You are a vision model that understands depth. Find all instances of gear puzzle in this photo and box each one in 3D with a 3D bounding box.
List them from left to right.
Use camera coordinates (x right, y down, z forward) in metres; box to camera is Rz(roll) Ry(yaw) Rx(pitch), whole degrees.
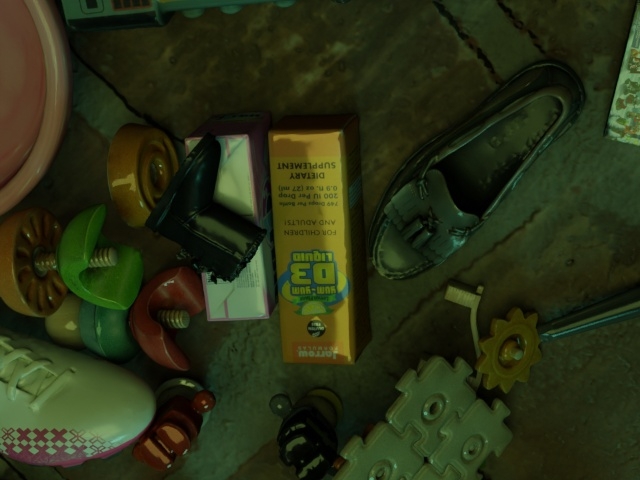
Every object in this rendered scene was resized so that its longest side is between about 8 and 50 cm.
[{"bbox_3d":[0.092,0.191,1.594,0.339,0.044,0.175,-50,131,-8],"label":"gear puzzle"}]

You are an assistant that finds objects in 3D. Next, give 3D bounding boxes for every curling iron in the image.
[{"bbox_3d":[0.330,0.033,1.584,0.274,0.035,0.068,-26,96,15],"label":"curling iron"}]

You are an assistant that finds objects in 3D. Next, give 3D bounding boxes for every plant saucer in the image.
[{"bbox_3d":[-0.381,-0.172,1.607,0.332,0.084,0.332,5,110,15],"label":"plant saucer"}]

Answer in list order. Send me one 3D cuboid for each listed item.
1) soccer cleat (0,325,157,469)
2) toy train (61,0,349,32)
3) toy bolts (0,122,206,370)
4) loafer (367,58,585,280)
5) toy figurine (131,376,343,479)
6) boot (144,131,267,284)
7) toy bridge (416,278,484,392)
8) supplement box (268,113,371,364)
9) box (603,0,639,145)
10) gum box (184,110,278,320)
[{"bbox_3d":[-0.320,0.134,1.631,0.331,0.116,0.143,4,136,27],"label":"soccer cleat"},{"bbox_3d":[-0.103,-0.294,1.520,0.334,0.142,0.190,-5,117,9],"label":"toy train"},{"bbox_3d":[-0.222,0.016,1.628,0.158,0.218,0.228,-4,138,24],"label":"toy bolts"},{"bbox_3d":[0.135,-0.061,1.564,0.096,0.084,0.267,42,108,-4],"label":"loafer"},{"bbox_3d":[-0.079,0.245,1.663,0.210,0.148,0.213,1,104,3],"label":"toy figurine"},{"bbox_3d":[-0.093,-0.026,1.520,0.099,0.045,0.121,35,116,2],"label":"boot"},{"bbox_3d":[0.126,0.128,1.650,0.063,0.026,0.188,20,108,1],"label":"toy bridge"},{"bbox_3d":[0.000,0.000,1.609,0.078,0.080,0.233,-1,107,12],"label":"supplement box"},{"bbox_3d":[0.319,-0.150,1.537,0.094,0.027,0.137,12,107,5],"label":"box"},{"bbox_3d":[-0.076,-0.019,1.600,0.062,0.107,0.188,-3,105,11],"label":"gum box"}]
